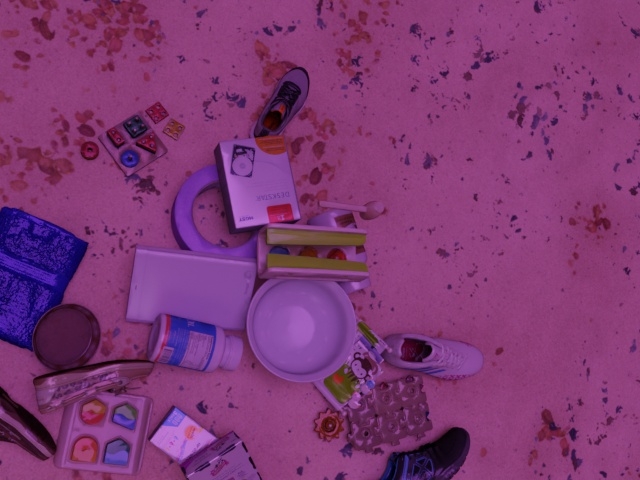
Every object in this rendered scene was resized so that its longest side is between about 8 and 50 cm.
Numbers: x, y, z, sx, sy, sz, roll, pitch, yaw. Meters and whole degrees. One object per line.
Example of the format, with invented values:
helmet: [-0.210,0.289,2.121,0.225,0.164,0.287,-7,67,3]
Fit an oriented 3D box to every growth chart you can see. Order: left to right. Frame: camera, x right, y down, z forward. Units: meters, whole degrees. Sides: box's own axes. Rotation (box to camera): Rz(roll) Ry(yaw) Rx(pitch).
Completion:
growth chart: [0.085,0.341,1.949,0.172,0.021,0.237,38,85,15]

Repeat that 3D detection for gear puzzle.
gear puzzle: [0.141,0.489,1.983,0.339,0.044,0.175,-11,85,-17]

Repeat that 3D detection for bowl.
bowl: [-0.064,0.229,1.909,0.298,0.134,0.298,3,79,-18]

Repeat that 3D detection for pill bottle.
pill bottle: [-0.316,0.267,1.818,0.221,0.124,0.124,17,75,-24]
pill bottle: [0.057,0.032,1.989,0.131,0.131,0.229,-17,86,-21]

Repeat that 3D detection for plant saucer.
plant saucer: [-0.622,0.235,1.750,0.168,0.029,0.168,-4,97,-40]

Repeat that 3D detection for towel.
towel: [-0.731,0.090,1.743,0.227,0.076,0.308,24,73,-12]

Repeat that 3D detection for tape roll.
tape roll: [-0.259,-0.063,1.924,0.275,0.090,0.275,4,78,-18]

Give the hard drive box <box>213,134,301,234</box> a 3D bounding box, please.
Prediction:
hard drive box: [-0.165,-0.147,1.876,0.181,0.089,0.232,-10,84,-20]

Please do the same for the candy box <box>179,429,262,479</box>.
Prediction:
candy box: [-0.227,0.615,1.778,0.159,0.071,0.233,-29,111,-21]

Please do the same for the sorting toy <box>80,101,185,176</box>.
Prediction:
sorting toy: [-0.489,-0.266,1.908,0.274,0.046,0.132,-37,93,-21]

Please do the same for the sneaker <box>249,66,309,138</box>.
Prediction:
sneaker: [-0.102,-0.382,2.028,0.100,0.108,0.271,31,70,-9]

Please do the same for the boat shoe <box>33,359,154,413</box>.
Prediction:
boat shoe: [-0.542,0.345,1.736,0.285,0.104,0.089,-7,87,-29]

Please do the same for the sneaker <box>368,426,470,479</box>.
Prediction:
sneaker: [0.272,0.615,1.956,0.341,0.125,0.140,-39,89,-23]

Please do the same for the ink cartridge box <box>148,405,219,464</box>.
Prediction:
ink cartridge box: [-0.329,0.512,1.805,0.181,0.061,0.104,39,72,-9]

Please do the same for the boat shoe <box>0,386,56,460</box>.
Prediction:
boat shoe: [-0.737,0.432,1.677,0.257,0.095,0.095,45,83,0]

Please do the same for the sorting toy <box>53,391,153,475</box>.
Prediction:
sorting toy: [-0.530,0.469,1.758,0.208,0.038,0.193,12,76,-16]

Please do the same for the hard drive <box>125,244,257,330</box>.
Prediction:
hard drive: [-0.330,0.126,1.840,0.307,0.040,0.203,7,110,-17]

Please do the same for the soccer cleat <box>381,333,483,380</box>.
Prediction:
soccer cleat: [0.332,0.330,2.018,0.331,0.143,0.116,9,77,-17]

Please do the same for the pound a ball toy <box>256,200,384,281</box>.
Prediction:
pound a ball toy: [0.000,0.000,1.848,0.319,0.136,0.208,3,76,-20]
